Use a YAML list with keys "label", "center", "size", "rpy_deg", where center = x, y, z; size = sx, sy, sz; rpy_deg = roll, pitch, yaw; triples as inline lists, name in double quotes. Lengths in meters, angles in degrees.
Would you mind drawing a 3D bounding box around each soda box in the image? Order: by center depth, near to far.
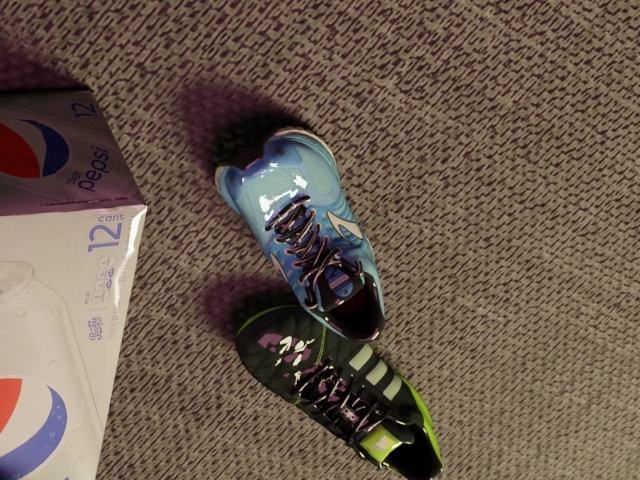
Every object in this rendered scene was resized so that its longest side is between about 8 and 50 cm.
- label: "soda box"
  center: [-0.166, 0.064, 1.009]
  size: [0.091, 0.098, 0.286]
  rpy_deg: [-5, 133, -24]

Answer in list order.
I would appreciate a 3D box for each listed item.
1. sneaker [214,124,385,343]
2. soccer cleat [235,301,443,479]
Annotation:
- label: "sneaker"
  center: [0.000, 0.000, 1.054]
  size: [0.063, 0.073, 0.162]
  rpy_deg: [-33, 137, 4]
- label: "soccer cleat"
  center: [0.018, 0.093, 1.151]
  size: [0.060, 0.072, 0.179]
  rpy_deg: [-41, 136, 12]
